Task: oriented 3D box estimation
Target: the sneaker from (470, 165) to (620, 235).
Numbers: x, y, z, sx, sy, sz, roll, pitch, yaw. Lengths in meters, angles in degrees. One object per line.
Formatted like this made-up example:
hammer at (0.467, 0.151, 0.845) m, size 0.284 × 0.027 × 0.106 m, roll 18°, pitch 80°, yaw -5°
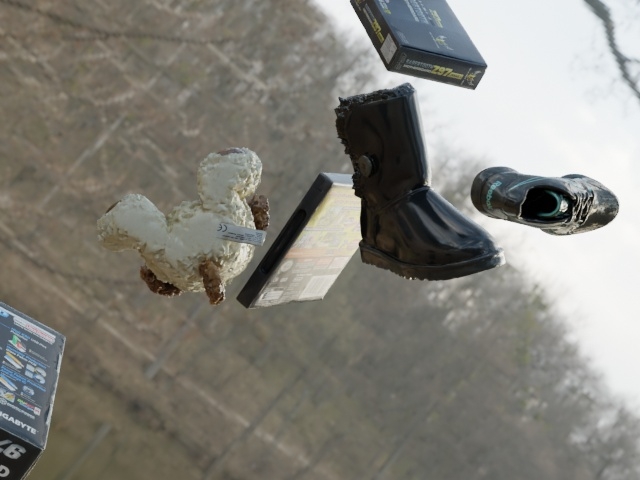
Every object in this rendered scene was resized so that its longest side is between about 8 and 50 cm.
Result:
sneaker at (0.353, -0.048, 1.873) m, size 0.267 × 0.101 × 0.106 m, roll 3°, pitch 13°, yaw -30°

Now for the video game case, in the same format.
video game case at (0.000, 0.000, 2.060) m, size 0.035 × 0.248 × 0.275 m, roll 40°, pitch 17°, yaw 20°

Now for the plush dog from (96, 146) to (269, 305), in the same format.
plush dog at (-0.169, 0.009, 1.865) m, size 0.211 × 0.262 × 0.225 m, roll 63°, pitch 1°, yaw 13°

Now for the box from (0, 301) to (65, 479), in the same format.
box at (-0.317, 0.087, 1.008) m, size 0.220 × 0.051 × 0.175 m, roll 32°, pitch 19°, yaw -19°

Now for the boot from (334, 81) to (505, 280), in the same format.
boot at (0.101, -0.069, 1.403) m, size 0.246 × 0.094 × 0.207 m, roll 13°, pitch -63°, yaw 62°

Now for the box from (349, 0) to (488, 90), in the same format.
box at (0.171, -0.366, 2.209) m, size 0.183 × 0.059 × 0.233 m, roll 9°, pitch 38°, yaw -27°
